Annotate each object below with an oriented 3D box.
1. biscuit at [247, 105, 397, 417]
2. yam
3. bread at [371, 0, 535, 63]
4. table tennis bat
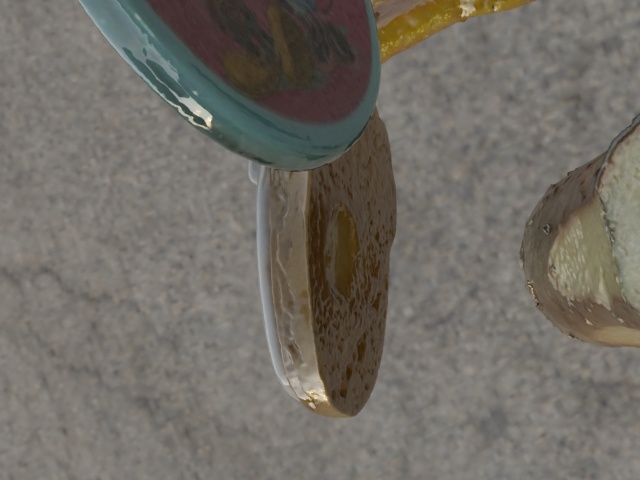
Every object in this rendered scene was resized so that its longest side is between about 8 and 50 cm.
[{"bbox_3d":[0.000,0.000,0.799,0.049,0.181,0.208,-1,66,19],"label":"biscuit"},{"bbox_3d":[0.205,0.001,0.867,0.238,0.128,0.129,126,161,-83],"label":"yam"},{"bbox_3d":[0.095,-0.233,1.068,0.185,0.380,0.109,-116,5,-54],"label":"bread"},{"bbox_3d":[-0.052,-0.130,0.372,0.040,0.153,0.244,-26,88,27],"label":"table tennis bat"}]
